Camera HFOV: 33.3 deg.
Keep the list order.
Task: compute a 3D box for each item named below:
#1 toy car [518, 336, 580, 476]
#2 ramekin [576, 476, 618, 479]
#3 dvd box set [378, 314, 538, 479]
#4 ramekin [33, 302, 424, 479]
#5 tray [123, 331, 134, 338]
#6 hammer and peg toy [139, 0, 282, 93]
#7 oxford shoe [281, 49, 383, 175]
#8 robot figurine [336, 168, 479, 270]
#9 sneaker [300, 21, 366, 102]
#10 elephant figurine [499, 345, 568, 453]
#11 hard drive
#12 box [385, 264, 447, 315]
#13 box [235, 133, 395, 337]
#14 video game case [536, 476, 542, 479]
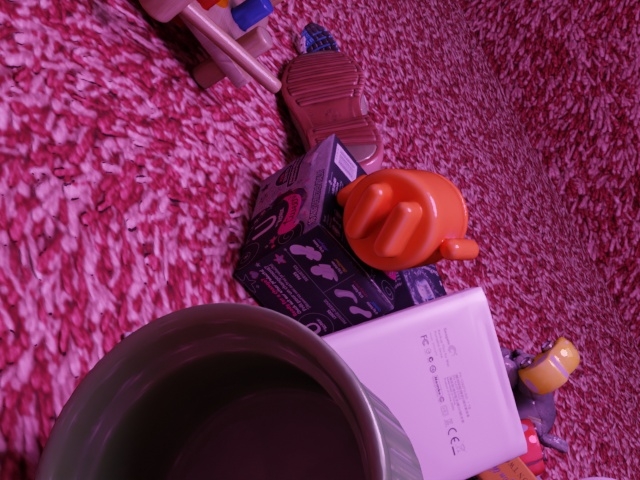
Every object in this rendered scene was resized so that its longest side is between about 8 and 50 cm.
[{"bbox_3d":[0.273,0.247,1.662,0.224,0.239,0.053,16,9,-3],"label":"toy car"},{"bbox_3d":[0.398,0.476,1.531,0.135,0.277,0.277,40,28,-22],"label":"ramekin"},{"bbox_3d":[0.207,0.279,1.460,0.420,0.062,0.307,49,-3,-22],"label":"dvd box set"},{"bbox_3d":[-0.063,0.214,0.840,0.148,0.303,0.303,40,28,-56],"label":"ramekin"},{"bbox_3d":[-0.101,0.161,1.165,0.270,0.030,0.145,11,53,-62],"label":"tray"},{"bbox_3d":[-0.171,-0.335,1.505,0.266,0.127,0.361,51,24,-26],"label":"hammer and peg toy"},{"bbox_3d":[0.017,-0.179,1.762,0.397,0.140,0.147,-100,-179,-50],"label":"oxford shoe"},{"bbox_3d":[0.108,-0.029,1.339,0.219,0.158,0.128,-4,87,-64],"label":"robot figurine"},{"bbox_3d":[0.020,-0.321,1.987,0.191,0.071,0.083,60,14,-22],"label":"sneaker"},{"bbox_3d":[0.313,0.238,1.813,0.239,0.169,0.186,-72,159,-81],"label":"elephant figurine"},{"bbox_3d":[0.075,0.189,1.184,0.307,0.040,0.203,-16,91,-25],"label":"hard drive"},{"bbox_3d":[0.131,0.097,1.656,0.156,0.093,0.158,21,45,-57],"label":"box"},{"bbox_3d":[0.000,0.000,1.432,0.163,0.142,0.247,48,24,-22],"label":"box"},{"bbox_3d":[0.372,0.472,1.797,0.201,0.023,0.183,47,25,-31],"label":"video game case"}]
